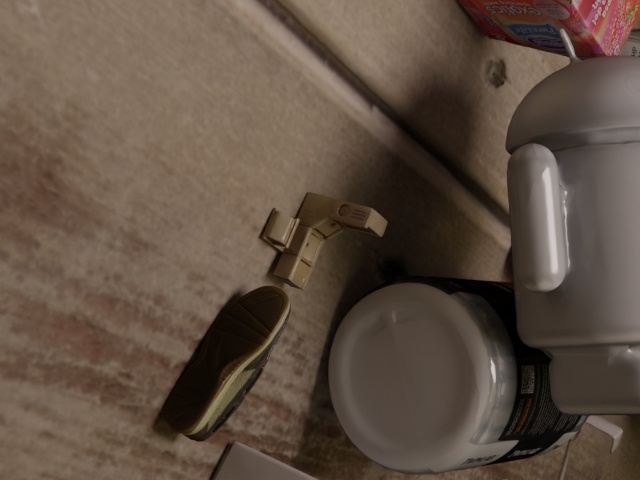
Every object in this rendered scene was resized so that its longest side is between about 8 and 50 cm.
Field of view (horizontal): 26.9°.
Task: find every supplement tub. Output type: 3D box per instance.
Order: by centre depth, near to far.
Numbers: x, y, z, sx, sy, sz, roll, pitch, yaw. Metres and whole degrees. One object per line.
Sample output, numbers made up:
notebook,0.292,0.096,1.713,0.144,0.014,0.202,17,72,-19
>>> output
supplement tub,0.167,0.137,1.393,0.316,0.193,0.193,6,102,-54

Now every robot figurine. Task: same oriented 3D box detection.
robot figurine,0.275,-0.017,1.239,0.300,0.200,0.353,4,82,-48

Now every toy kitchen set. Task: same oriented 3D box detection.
toy kitchen set,0.000,0.000,1.193,0.068,0.075,0.083,37,72,-54

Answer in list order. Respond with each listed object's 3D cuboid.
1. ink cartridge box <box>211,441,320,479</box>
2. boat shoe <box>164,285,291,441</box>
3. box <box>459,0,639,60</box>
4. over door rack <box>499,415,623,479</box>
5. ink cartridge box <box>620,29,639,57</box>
ink cartridge box,0.030,0.310,1.281,0.278,0.201,0.117,40,73,-54
boat shoe,-0.077,0.107,1.167,0.152,0.056,0.049,-50,148,-11
box,0.260,-0.343,1.314,0.142,0.154,0.300,36,75,-55
over door rack,0.212,0.353,1.617,0.239,0.108,0.324,-32,152,-43
ink cartridge box,0.492,-0.165,1.747,0.307,0.129,0.223,-19,121,-49
